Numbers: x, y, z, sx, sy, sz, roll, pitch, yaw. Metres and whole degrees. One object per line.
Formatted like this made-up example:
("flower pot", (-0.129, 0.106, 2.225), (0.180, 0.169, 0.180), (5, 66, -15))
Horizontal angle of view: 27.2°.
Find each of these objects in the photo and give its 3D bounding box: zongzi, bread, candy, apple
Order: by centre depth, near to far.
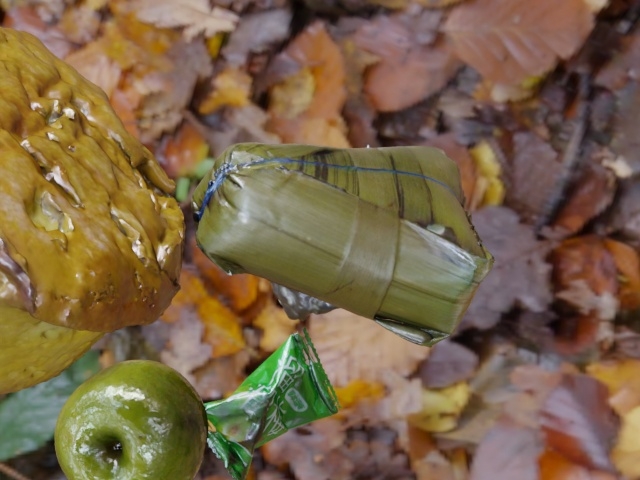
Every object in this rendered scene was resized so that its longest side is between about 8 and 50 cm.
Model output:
("bread", (-0.311, -0.042, 1.174), (0.215, 0.398, 0.398), (-45, 64, 25))
("zongzi", (0.014, -0.053, 1.187), (0.289, 0.260, 0.123), (-95, 29, -55))
("apple", (-0.234, 0.245, 1.681), (0.197, 0.157, 0.196), (6, 110, 17))
("candy", (-0.076, 0.230, 1.856), (0.203, 0.141, 0.078), (-34, 38, -17))

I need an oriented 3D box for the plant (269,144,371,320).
("plant", (0.000, 0.000, 1.991), (0.204, 0.178, 0.233), (-14, 95, 43))
